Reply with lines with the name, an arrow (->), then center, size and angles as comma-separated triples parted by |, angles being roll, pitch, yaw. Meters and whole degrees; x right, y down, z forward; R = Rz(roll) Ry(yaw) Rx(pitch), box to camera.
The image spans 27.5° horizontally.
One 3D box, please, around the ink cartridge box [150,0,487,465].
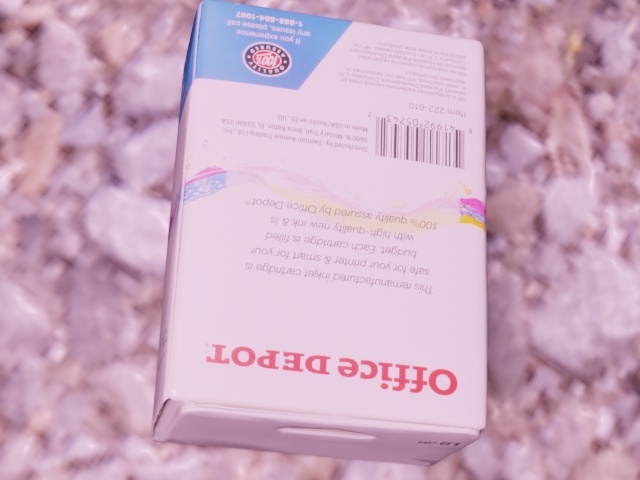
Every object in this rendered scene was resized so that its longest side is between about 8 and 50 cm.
ink cartridge box -> 0.000, 0.000, 0.383 | 0.089, 0.052, 0.122 | 7, 66, -11
